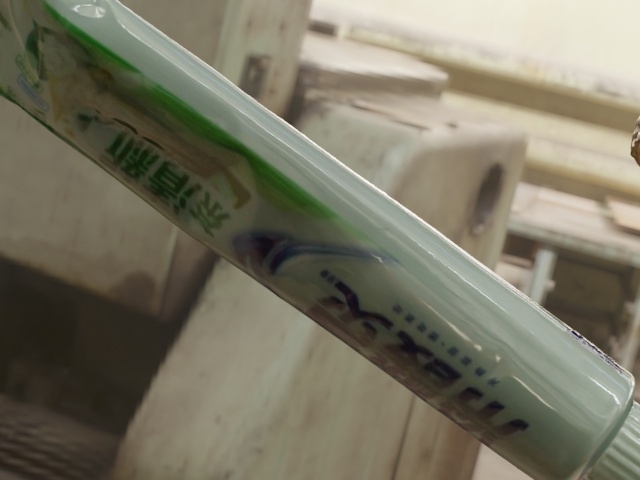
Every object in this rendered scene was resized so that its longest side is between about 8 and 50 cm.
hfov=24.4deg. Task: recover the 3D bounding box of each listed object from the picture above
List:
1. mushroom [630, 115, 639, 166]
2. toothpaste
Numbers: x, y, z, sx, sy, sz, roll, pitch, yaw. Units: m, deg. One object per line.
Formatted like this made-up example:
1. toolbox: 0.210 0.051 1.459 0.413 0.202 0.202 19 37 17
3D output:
1. mushroom: 0.284 -0.117 0.965 0.217 0.148 0.227 -28 22 -2
2. toothpaste: 0.000 0.000 0.509 0.297 0.075 0.048 35 48 5
